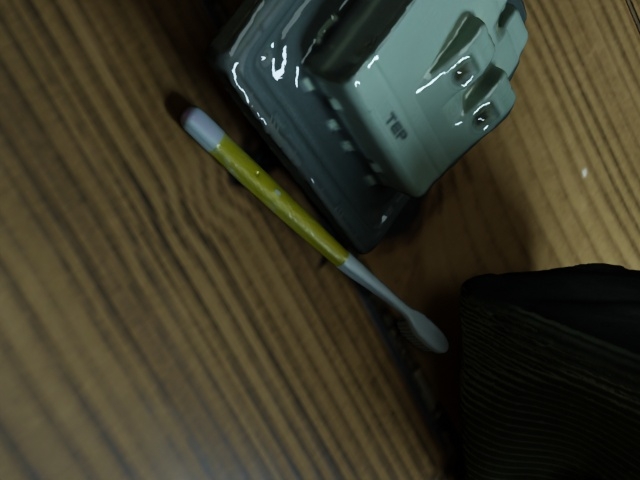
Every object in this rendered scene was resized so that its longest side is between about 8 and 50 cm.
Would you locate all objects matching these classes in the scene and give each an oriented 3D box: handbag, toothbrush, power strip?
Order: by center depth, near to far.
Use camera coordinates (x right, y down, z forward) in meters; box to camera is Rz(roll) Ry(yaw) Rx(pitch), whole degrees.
[{"bbox_3d":[0.067,-0.136,0.728,0.251,0.092,0.257,-50,143,-8],"label":"power strip"},{"bbox_3d":[0.000,0.000,0.778,0.288,0.024,0.021,43,57,-25],"label":"toothbrush"},{"bbox_3d":[0.267,0.161,0.797,0.247,0.340,0.240,-8,106,-38],"label":"handbag"}]
